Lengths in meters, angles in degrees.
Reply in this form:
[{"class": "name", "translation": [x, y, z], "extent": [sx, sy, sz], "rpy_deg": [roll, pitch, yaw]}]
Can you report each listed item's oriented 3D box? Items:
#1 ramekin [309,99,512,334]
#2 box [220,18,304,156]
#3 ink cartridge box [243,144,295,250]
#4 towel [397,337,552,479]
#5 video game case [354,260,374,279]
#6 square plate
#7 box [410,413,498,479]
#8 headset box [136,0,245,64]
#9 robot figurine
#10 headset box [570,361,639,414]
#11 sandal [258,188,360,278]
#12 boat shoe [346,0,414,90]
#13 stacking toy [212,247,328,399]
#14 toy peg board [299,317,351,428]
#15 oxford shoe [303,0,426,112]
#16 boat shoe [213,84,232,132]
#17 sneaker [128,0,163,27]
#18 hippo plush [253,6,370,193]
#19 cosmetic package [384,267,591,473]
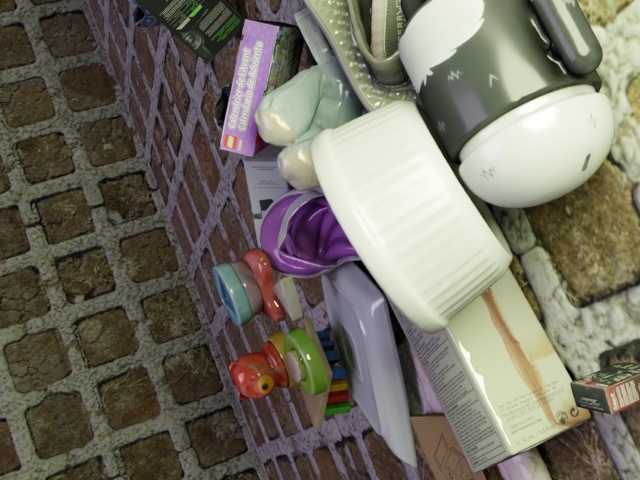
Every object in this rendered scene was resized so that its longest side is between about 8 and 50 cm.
[{"class": "ramekin", "translation": [0.113, -0.038, 0.965], "extent": [0.273, 0.127, 0.273], "rpy_deg": [53, -164, -21]}, {"class": "box", "translation": [-0.089, -0.260, 1.389], "extent": [0.293, 0.057, 0.201], "rpy_deg": [-61, -16, -75]}, {"class": "ink cartridge box", "translation": [-0.078, -0.098, 1.670], "extent": [0.153, 0.087, 0.208], "rpy_deg": [-66, -26, -55]}, {"class": "towel", "translation": [0.229, 0.282, 1.344], "extent": [0.332, 0.053, 0.317], "rpy_deg": [65, 159, 15]}, {"class": "video game case", "translation": [0.065, -0.019, 1.554], "extent": [0.193, 0.023, 0.212], "rpy_deg": [71, 160, 3]}, {"class": "square plate", "translation": [0.077, 0.203, 1.564], "extent": [0.344, 0.049, 0.347], "rpy_deg": [-134, 30, -67]}, {"class": "box", "translation": [0.219, 0.354, 1.330], "extent": [0.164, 0.021, 0.201], "rpy_deg": [68, 160, 5]}, {"class": "headset box", "translation": [-0.318, -0.540, 1.785], "extent": [0.283, 0.131, 0.246], "rpy_deg": [37, -169, -47]}, {"class": "robot figurine", "translation": [0.190, -0.170, 0.871], "extent": [0.278, 0.173, 0.209], "rpy_deg": [67, -166, 14]}, {"class": "headset box", "translation": [0.325, 0.164, 0.928], "extent": [0.062, 0.083, 0.032], "rpy_deg": [-10, 98, 69]}, {"class": "sandal", "translation": [-0.006, -0.015, 1.464], "extent": [0.416, 0.102, 0.169], "rpy_deg": [-15, 97, 51]}, {"class": "boat shoe", "translation": [0.081, -0.347, 0.990], "extent": [0.095, 0.112, 0.335], "rpy_deg": [11, -107, -69]}, {"class": "stacking toy", "translation": [-0.118, 0.184, 1.610], "extent": [0.279, 0.130, 0.309], "rpy_deg": [13, 124, 68]}, {"class": "toy peg board", "translation": [0.013, 0.263, 1.684], "extent": [0.161, 0.079, 0.160], "rpy_deg": [-115, 28, -48]}, {"class": "oxford shoe", "translation": [0.056, -0.343, 1.125], "extent": [0.449, 0.169, 0.130], "rpy_deg": [68, -164, 13]}, {"class": "boat shoe", "translation": [-0.202, -0.299, 1.914], "extent": [0.114, 0.091, 0.302], "rpy_deg": [69, 160, 7]}, {"class": "sneaker", "translation": [-0.471, -0.681, 2.244], "extent": [0.104, 0.125, 0.262], "rpy_deg": [54, 154, 39]}, {"class": "hippo plush", "translation": [-0.010, -0.178, 1.297], "extent": [0.294, 0.234, 0.236], "rpy_deg": [70, 160, 3]}, {"class": "cosmetic package", "translation": [0.216, 0.145, 1.139], "extent": [0.296, 0.129, 0.153], "rpy_deg": [65, 161, 17]}]
